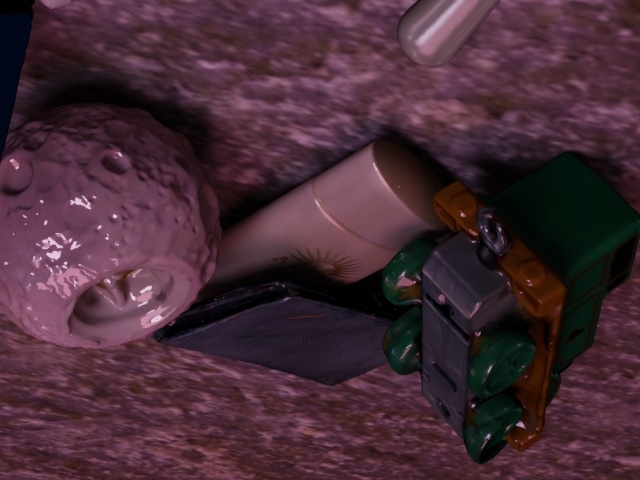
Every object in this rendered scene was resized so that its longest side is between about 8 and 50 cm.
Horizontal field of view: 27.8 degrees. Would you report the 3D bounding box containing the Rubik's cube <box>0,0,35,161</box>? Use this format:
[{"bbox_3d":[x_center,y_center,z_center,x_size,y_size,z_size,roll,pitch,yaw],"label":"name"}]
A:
[{"bbox_3d":[-0.406,-0.185,1.071,0.250,0.246,0.248,-4,146,12],"label":"Rubik's cube"}]

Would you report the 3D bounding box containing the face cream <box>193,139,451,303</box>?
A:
[{"bbox_3d":[0.000,0.000,1.452,0.174,0.081,0.349,23,143,-37],"label":"face cream"}]

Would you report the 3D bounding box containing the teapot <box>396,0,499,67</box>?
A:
[{"bbox_3d":[0.199,-0.257,0.977,0.220,0.149,0.318,10,145,-6],"label":"teapot"}]

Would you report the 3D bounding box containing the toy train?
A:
[{"bbox_3d":[0.210,0.073,1.405,0.249,0.178,0.429,-33,150,-16],"label":"toy train"}]

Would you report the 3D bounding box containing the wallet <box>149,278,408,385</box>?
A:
[{"bbox_3d":[-0.015,0.109,1.544,0.191,0.046,0.379,-22,157,26],"label":"wallet"}]

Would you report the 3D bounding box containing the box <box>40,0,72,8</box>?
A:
[{"bbox_3d":[-0.219,-0.312,0.959,0.044,0.142,0.285,-17,152,-20],"label":"box"}]

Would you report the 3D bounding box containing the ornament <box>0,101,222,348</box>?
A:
[{"bbox_3d":[-0.231,-0.021,1.314,0.259,0.225,0.259,-21,151,-13],"label":"ornament"}]
